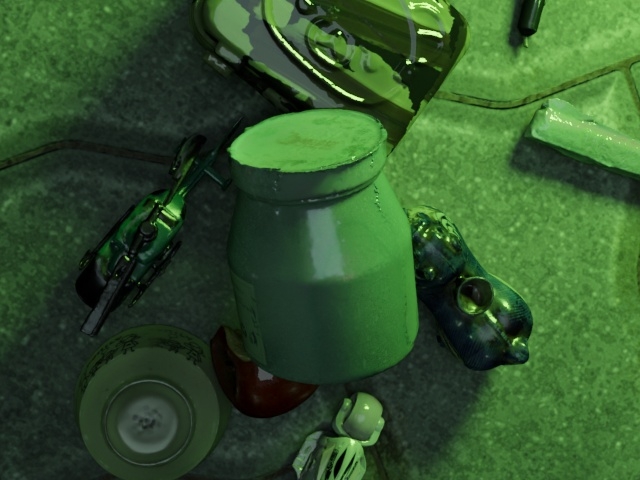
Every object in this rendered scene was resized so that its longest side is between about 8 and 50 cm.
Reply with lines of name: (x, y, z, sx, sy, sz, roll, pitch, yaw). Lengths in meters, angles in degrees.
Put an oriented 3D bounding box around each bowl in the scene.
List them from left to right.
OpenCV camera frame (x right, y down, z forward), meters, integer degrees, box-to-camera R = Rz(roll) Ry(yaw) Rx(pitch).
bowl: (-0.243, 0.248, 1.279, 0.238, 0.126, 0.238, 0, 94, -8)

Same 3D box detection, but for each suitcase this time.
suitcase: (0.032, -0.316, 1.244, 0.351, 0.194, 0.339, 37, 86, -15)

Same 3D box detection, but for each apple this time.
apple: (-0.067, 0.175, 1.279, 0.158, 0.156, 0.147, -15, 91, -29)

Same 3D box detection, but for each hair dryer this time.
hair dryer: (0.345, -0.399, 1.340, 0.124, 0.071, 0.219, 14, 98, -7)

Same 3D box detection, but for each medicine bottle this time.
medicine bottle: (0.000, 0.000, 1.134, 0.245, 0.245, 0.290, -9, 118, -6)

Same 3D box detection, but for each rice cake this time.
rice cake: (0.457, -0.146, 1.368, 0.290, 0.051, 0.081, 16, 100, -8)

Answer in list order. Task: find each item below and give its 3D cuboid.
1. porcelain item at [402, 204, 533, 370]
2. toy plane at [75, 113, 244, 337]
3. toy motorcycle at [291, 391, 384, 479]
porcelain item: (0.204, 0.068, 1.287, 0.138, 0.186, 0.288, -40, 97, -4)
toy plane: (-0.229, -0.028, 1.255, 0.106, 0.155, 0.381, 40, 72, -6)
toy motorcycle: (0.016, 0.345, 1.318, 0.112, 0.112, 0.254, 30, 88, -7)
